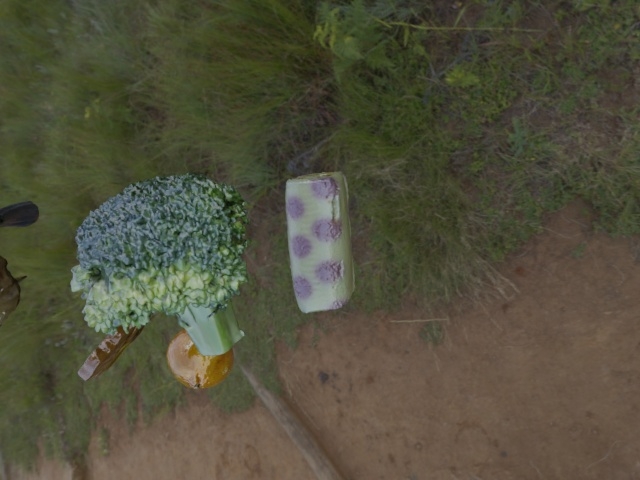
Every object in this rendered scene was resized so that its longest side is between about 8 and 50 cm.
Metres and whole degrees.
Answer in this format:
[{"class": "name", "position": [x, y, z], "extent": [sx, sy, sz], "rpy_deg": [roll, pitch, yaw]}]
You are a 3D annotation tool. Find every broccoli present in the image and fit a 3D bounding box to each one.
[{"class": "broccoli", "position": [-0.261, 0.047, 0.757], "extent": [0.376, 0.249, 0.301], "rpy_deg": [-5, 90, 42]}]

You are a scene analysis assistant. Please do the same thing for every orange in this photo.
[{"class": "orange", "position": [-0.318, 0.310, 1.270], "extent": [0.178, 0.155, 0.177], "rpy_deg": [15, 133, 17]}]

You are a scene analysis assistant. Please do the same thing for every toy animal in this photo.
[{"class": "toy animal", "position": [-0.594, -0.014, 0.767], "extent": [0.367, 0.206, 0.081], "rpy_deg": [41, 116, 63]}]

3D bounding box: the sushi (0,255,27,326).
[{"class": "sushi", "position": [-0.385, 0.053, 0.401], "extent": [0.219, 0.225, 0.238], "rpy_deg": [6, 53, 40]}]

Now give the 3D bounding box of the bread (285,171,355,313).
[{"class": "bread", "position": [0.000, 0.000, 1.223], "extent": [0.155, 0.187, 0.337], "rpy_deg": [-4, 100, 13]}]

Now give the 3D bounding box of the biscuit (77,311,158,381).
[{"class": "biscuit", "position": [-0.369, 0.156, 0.982], "extent": [0.295, 0.044, 0.186], "rpy_deg": [-54, 8, -16]}]
